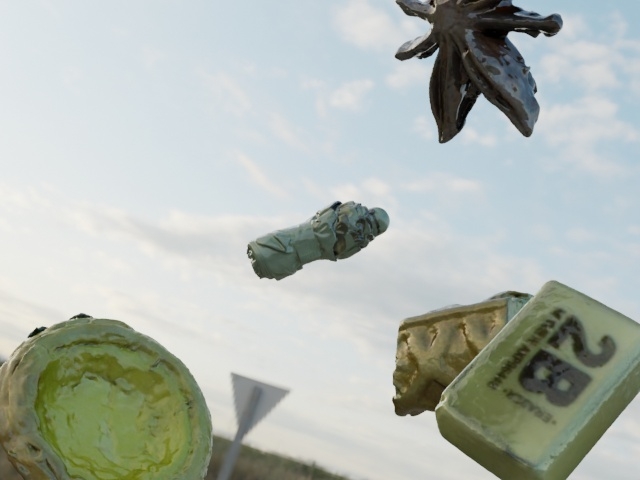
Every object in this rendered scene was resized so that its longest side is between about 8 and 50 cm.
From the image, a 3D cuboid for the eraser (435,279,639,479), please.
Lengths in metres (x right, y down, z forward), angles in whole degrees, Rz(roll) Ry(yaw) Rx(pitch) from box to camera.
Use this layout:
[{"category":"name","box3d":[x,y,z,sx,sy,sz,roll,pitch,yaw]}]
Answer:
[{"category":"eraser","box3d":[0.194,0.124,0.833,0.117,0.172,0.058,32,-26,36]}]

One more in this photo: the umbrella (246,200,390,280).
[{"category":"umbrella","box3d":[0.000,0.000,0.939,0.143,0.062,0.067,-19,-33,-10]}]

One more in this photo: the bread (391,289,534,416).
[{"category":"bread","box3d":[0.271,0.209,1.762,0.252,0.239,0.196,-10,-35,35]}]

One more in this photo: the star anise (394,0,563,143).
[{"category":"star anise","box3d":[0.180,-0.231,1.088,0.198,0.258,0.110,10,20,35]}]

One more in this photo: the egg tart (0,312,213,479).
[{"category":"egg tart","box3d":[-0.320,0.270,1.393,0.345,0.345,0.132,27,-50,-31]}]
